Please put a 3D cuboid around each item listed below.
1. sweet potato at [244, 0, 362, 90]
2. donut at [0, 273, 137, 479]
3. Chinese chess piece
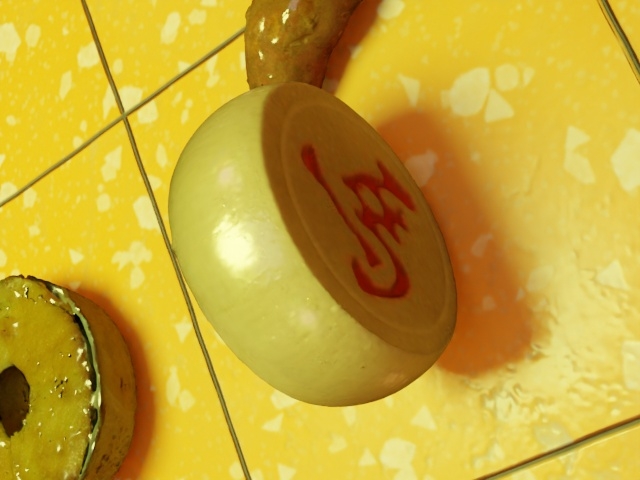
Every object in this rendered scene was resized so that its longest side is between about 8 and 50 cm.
[{"bbox_3d":[-0.002,-0.237,0.905,0.106,0.095,0.355,20,104,-11],"label":"sweet potato"},{"bbox_3d":[-0.303,0.172,1.064,0.272,0.107,0.272,-5,79,29],"label":"donut"},{"bbox_3d":[0.000,0.000,0.789,0.102,0.273,0.273,-33,71,28],"label":"Chinese chess piece"}]
